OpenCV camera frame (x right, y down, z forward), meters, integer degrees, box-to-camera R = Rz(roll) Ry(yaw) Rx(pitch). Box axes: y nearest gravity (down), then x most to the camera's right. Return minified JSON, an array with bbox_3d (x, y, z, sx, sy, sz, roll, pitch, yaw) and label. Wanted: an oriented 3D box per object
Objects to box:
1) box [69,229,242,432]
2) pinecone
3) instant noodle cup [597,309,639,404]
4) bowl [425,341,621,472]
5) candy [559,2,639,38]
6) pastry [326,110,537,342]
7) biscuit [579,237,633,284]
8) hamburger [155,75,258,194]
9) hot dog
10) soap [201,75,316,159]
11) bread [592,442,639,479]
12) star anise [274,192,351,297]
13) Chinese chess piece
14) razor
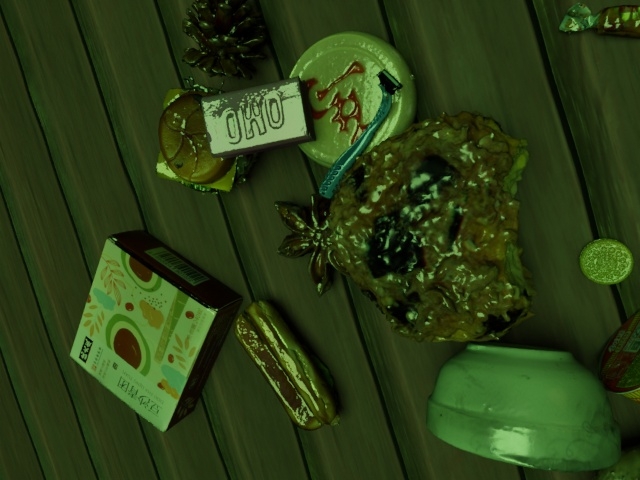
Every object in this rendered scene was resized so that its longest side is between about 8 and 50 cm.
[{"bbox_3d":[-0.429,0.224,1.251,0.344,0.122,0.386,31,110,15],"label":"box"},{"bbox_3d":[-0.197,-0.426,1.016,0.150,0.179,0.196,0,85,62],"label":"pinecone"},{"bbox_3d":[0.609,0.231,0.791,0.212,0.193,0.193,36,111,5],"label":"instant noodle cup"},{"bbox_3d":[0.341,0.264,0.847,0.306,0.307,0.164,0,82,23],"label":"bowl"},{"bbox_3d":[0.493,-0.358,0.801,0.181,0.046,0.053,13,106,18],"label":"candy"},{"bbox_3d":[0.189,-0.016,0.854,0.337,0.292,0.406,-3,94,23],"label":"pastry"},{"bbox_3d":[0.509,0.038,0.875,0.083,0.023,0.084,4,102,21],"label":"biscuit"},{"bbox_3d":[-0.246,-0.227,1.087,0.243,0.138,0.262,16,105,18],"label":"hamburger"},{"bbox_3d":[-0.070,0.289,1.125,0.135,0.100,0.337,-42,81,32],"label":"hot dog"},{"bbox_3d":[-0.118,-0.233,0.944,0.202,0.065,0.122,-9,95,12],"label":"soap"},{"bbox_3d":[0.616,0.472,0.824,0.305,0.158,0.306,9,111,25],"label":"bread"},{"bbox_3d":[0.003,0.007,1.050,0.214,0.099,0.220,-7,101,38],"label":"star anise"},{"bbox_3d":[0.058,-0.272,0.970,0.273,0.102,0.274,4,101,22],"label":"Chinese chess piece"},{"bbox_3d":[0.071,-0.184,0.902,0.253,0.042,0.082,-57,34,23],"label":"razor"}]
